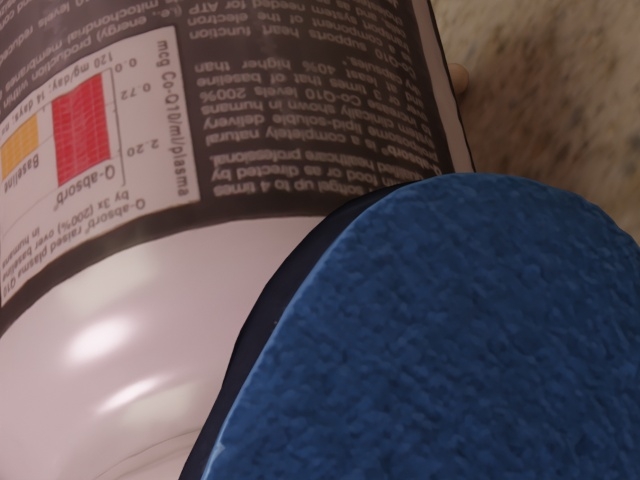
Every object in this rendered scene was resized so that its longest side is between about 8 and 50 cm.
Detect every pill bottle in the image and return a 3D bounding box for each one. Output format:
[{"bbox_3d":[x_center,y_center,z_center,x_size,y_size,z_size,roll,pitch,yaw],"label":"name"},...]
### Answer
[{"bbox_3d":[-0.028,0.001,0.542,0.162,0.162,0.278,-41,43,34],"label":"pill bottle"}]

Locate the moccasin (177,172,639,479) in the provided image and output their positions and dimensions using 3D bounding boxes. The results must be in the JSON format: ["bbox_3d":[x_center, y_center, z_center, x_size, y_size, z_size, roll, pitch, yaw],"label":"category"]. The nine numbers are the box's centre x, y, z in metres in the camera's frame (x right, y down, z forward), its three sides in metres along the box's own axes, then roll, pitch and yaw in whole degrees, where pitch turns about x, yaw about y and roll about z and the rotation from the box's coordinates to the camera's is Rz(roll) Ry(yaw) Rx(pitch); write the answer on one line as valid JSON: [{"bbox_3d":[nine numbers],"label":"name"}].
[{"bbox_3d":[-0.007,0.156,0.351,0.117,0.137,0.342,154,128,-74],"label":"moccasin"}]

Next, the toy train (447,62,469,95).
[{"bbox_3d":[0.000,0.000,0.659,0.125,0.046,0.166,-40,32,37],"label":"toy train"}]
